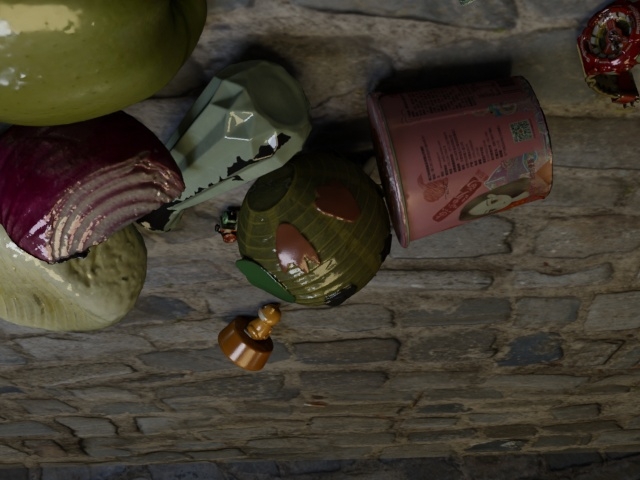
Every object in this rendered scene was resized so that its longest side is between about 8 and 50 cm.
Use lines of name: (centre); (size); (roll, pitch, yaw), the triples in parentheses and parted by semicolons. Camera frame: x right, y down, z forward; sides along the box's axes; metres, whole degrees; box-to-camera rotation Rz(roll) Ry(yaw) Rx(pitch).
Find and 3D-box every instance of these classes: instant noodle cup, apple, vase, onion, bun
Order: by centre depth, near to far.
apple: (-0.332, -0.295, 0.939); (0.360, 0.320, 0.312); (-5, 105, 2)
onion: (-0.346, -0.116, 1.064); (0.250, 0.247, 0.111); (-35, 161, -19)
instant noodle cup: (0.205, -0.131, 1.169); (0.231, 0.243, 0.243); (-14, 149, 0)
vase: (-0.168, -0.130, 1.181); (0.165, 0.165, 0.360); (19, 146, -34)
bun: (-0.452, -0.005, 1.256); (0.352, 0.227, 0.349); (14, 149, 2)

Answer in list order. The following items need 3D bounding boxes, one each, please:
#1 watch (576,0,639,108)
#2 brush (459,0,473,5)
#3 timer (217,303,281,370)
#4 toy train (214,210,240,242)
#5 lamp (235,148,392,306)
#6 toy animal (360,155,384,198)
watch: (0.486, -0.260, 1.128); (0.164, 0.102, 0.268); (-21, 155, 37)
brush: (0.268, -0.368, 0.977); (0.218, 0.010, 0.082); (-19, 146, 22)
timer: (-0.144, 0.205, 1.795); (0.132, 0.132, 0.152); (23, 115, -38)
toy train: (-0.075, -0.021, 1.469); (0.249, 0.053, 0.085); (6, 139, -17)
lamp: (0.000, 0.000, 1.229); (0.250, 0.250, 0.284); (-21, 134, 24)
toy animal: (0.030, -0.081, 1.369); (0.127, 0.131, 0.182); (-28, 166, -25)
